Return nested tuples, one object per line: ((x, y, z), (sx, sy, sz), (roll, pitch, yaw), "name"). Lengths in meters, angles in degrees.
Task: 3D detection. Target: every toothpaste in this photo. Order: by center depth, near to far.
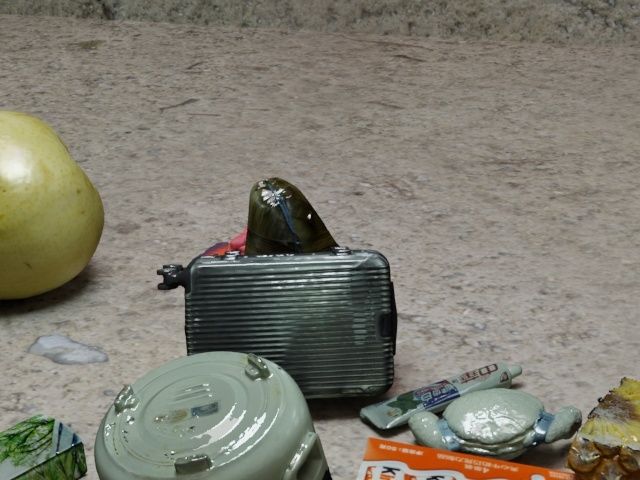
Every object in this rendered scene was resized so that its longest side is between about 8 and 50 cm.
((0.165, 0.201, 1.767), (0.233, 0.038, 0.060), (-16, 25, -23), "toothpaste")

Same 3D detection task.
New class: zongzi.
((0.000, 0.000, 2.027), (0.242, 0.221, 0.112), (-10, 39, -23), "zongzi")

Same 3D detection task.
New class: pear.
((-0.497, -0.048, 2.099), (0.309, 0.309, 0.309), (-2, 23, 1), "pear")

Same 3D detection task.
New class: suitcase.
((-0.053, 0.113, 1.781), (0.312, 0.202, 0.128), (-2, 3, -1), "suitcase")

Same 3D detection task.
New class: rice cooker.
((-0.094, 0.248, 1.322), (0.226, 0.244, 0.226), (-8, 34, 5), "rice cooker")

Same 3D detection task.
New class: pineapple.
((0.376, 0.240, 1.577), (0.135, 0.079, 0.233), (18, 20, 20), "pineapple")

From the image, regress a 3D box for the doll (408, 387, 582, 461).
((0.213, 0.226, 1.657), (0.214, 0.071, 0.103), (-3, 22, 7), "doll")

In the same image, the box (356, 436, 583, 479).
((0.160, 0.317, 1.449), (0.273, 0.048, 0.265), (9, 25, 7), "box")

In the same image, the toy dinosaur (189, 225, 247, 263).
((-0.139, 0.011, 2.237), (0.139, 0.070, 0.286), (-19, 16, 20), "toy dinosaur")

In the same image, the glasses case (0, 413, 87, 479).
((-0.409, 0.290, 1.584), (0.095, 0.062, 0.272), (17, 30, 38), "glasses case")
